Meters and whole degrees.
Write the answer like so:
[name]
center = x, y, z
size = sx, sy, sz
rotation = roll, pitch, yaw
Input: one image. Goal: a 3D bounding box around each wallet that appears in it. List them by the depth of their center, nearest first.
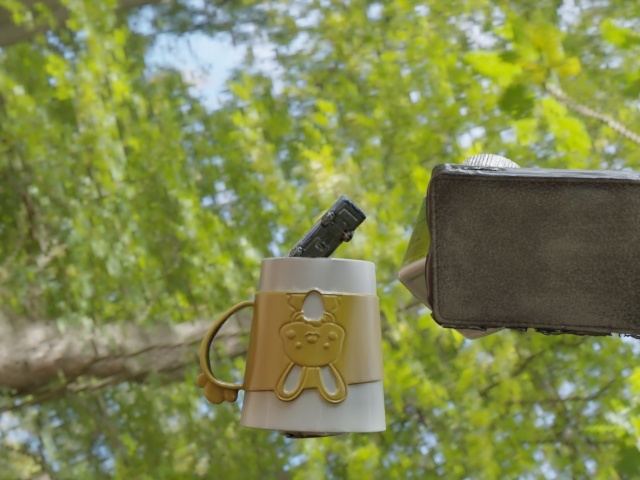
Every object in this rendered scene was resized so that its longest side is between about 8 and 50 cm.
[wallet]
center = 0.206, 0.008, 1.202
size = 0.222, 0.036, 0.167
rotation = 2, -68, 15

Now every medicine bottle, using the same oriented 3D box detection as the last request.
[medicine bottle]
center = 0.174, -0.002, 1.438
size = 0.132, 0.188, 0.088
rotation = 39, -41, -22

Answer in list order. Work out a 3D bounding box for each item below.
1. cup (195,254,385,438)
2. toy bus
[cup]
center = -0.034, 0.134, 1.606
size = 0.185, 0.241, 0.226
rotation = 95, -2, -86
[toy bus]
center = 0.000, 0.000, 1.840
size = 0.051, 0.061, 0.153
rotation = 40, -77, -14
